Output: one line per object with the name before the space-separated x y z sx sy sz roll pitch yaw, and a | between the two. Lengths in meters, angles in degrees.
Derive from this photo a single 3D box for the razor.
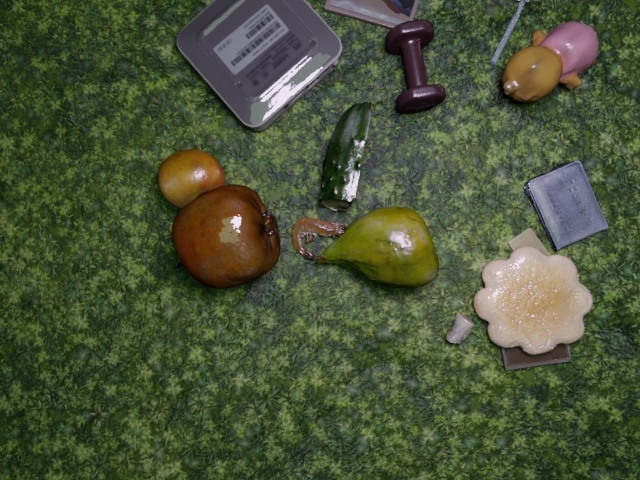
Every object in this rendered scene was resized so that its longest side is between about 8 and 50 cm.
razor | 0.545 -0.608 1.182 0.084 0.036 0.211 27 96 27

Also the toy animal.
toy animal | 0.610 -0.473 1.104 0.281 0.169 0.195 -34 84 1

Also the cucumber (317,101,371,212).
cucumber | 0.070 -0.250 1.146 0.105 0.145 0.325 14 85 -4

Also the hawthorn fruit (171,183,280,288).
hawthorn fruit | -0.267 -0.003 1.087 0.301 0.268 0.267 -22 88 7

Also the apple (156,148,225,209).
apple | -0.363 -0.174 1.141 0.182 0.182 0.155 -32 73 2

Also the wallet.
wallet | 0.696 -0.102 1.157 0.167 0.036 0.222 -23 88 2

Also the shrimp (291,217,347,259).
shrimp | 0.000 0.000 1.188 0.178 0.034 0.124 10 92 4

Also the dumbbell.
dumbbell | 0.264 -0.482 1.142 0.140 0.124 0.225 -8 88 3

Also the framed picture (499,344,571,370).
framed picture | 0.594 0.229 1.160 0.189 0.023 0.260 -11 88 2

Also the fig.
fig | 0.154 0.027 1.083 0.314 0.233 0.233 -6 88 -6

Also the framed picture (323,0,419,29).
framed picture | 0.163 -0.737 1.207 0.265 0.018 0.192 17 88 3

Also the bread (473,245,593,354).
bread | 0.587 0.167 1.128 0.316 0.054 0.316 0 91 6

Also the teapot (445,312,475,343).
teapot | 0.396 0.256 1.158 0.067 0.057 0.083 29 96 -26

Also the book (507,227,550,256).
book | 0.602 0.029 1.169 0.077 0.014 0.111 -35 87 2

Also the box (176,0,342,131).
box | -0.174 -0.557 1.182 0.367 0.090 0.373 -42 86 2
